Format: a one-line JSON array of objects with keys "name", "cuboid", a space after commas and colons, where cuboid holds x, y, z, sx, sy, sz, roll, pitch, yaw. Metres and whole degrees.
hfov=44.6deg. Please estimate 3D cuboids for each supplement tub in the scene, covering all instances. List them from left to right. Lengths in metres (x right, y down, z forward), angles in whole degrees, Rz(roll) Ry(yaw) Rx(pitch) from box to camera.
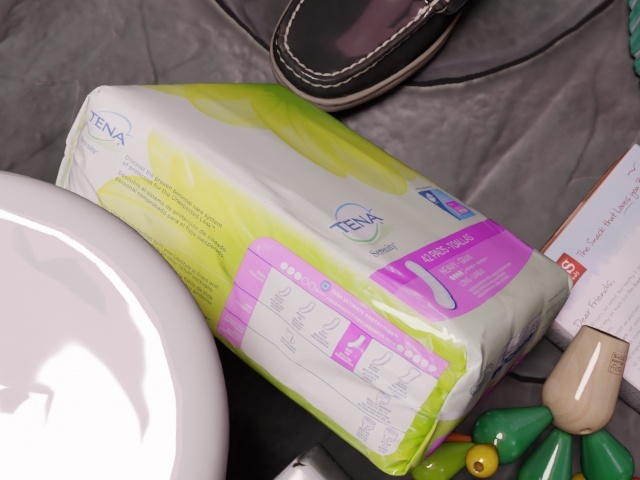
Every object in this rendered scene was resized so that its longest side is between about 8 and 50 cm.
[{"name": "supplement tub", "cuboid": [-0.190, 0.114, 0.455, 0.241, 0.331, 0.240, 3, 76, -14]}]

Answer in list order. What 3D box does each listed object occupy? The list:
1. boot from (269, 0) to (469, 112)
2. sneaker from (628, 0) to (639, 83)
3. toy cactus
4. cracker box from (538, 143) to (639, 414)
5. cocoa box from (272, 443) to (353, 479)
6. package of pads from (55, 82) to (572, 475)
[{"name": "boot", "cuboid": [0.098, -0.286, 0.582, 0.377, 0.284, 0.138, -42, 78, -8]}, {"name": "sneaker", "cuboid": [0.317, -0.215, 0.663, 0.098, 0.083, 0.223, -4, 76, -4]}, {"name": "toy cactus", "cuboid": [0.165, 0.149, 0.540, 0.219, 0.112, 0.180, 19, 96, -13]}, {"name": "cracker box", "cuboid": [0.282, 0.059, 0.605, 0.232, 0.067, 0.155, 41, 81, 10]}, {"name": "cocoa box", "cuboid": [-0.054, 0.328, 0.470, 0.347, 0.231, 0.228, -42, 80, -8]}, {"name": "package of pads", "cuboid": [0.000, 0.000, 0.526, 0.297, 0.229, 0.101, 35, 115, 20]}]
